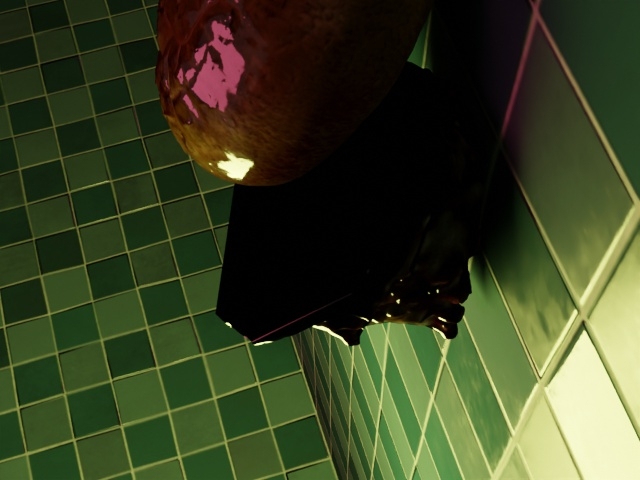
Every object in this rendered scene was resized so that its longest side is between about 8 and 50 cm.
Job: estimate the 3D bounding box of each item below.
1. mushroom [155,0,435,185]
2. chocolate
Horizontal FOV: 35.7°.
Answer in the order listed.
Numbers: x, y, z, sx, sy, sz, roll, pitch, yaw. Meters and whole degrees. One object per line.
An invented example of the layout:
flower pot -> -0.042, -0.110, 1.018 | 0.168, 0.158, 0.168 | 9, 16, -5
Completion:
mushroom -> -0.027, -0.157, 0.676 | 0.253, 0.153, 0.253 | -43, 38, 47
chocolate -> 0.062, -0.004, 0.732 | 0.177, 0.206, 0.224 | 33, -136, -34
